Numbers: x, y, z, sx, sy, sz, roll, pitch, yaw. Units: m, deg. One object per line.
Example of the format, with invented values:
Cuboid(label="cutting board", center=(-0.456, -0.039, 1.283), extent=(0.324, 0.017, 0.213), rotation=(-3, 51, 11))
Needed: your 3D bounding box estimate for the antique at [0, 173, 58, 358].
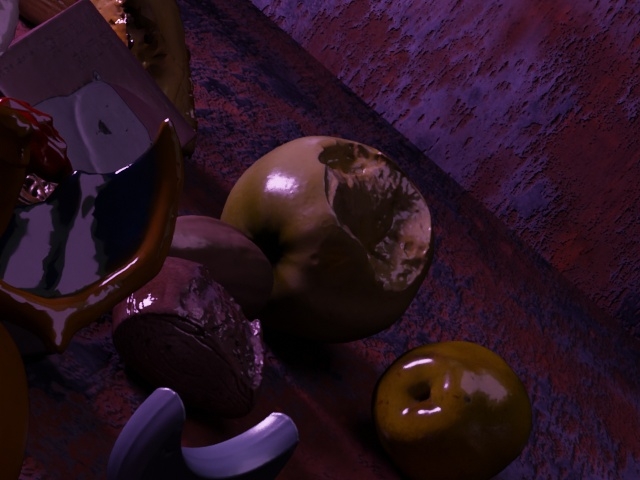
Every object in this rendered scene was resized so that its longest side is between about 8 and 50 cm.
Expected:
Cuboid(label="antique", center=(-0.282, 0.012, 1.303), extent=(0.152, 0.148, 0.147), rotation=(42, 13, 16))

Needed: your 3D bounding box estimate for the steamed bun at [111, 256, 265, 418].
Cuboid(label="steamed bun", center=(-0.131, 0.098, 1.497), extent=(0.175, 0.106, 0.145), rotation=(38, 15, -19))

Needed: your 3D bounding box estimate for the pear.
Cuboid(label="pear", center=(0.155, 0.205, 1.736), extent=(0.198, 0.198, 0.198), rotation=(37, 16, -12))

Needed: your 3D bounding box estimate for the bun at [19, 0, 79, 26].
Cuboid(label="bun", center=(-0.377, -0.401, 2.162), extent=(0.193, 0.178, 0.128), rotation=(31, 16, -27))

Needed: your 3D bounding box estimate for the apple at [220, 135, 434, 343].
Cuboid(label="apple", center=(0.000, 0.000, 1.826), extent=(0.279, 0.279, 0.279), rotation=(37, 16, -12))

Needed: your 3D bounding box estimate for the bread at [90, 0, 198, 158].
Cuboid(label="bread", center=(-0.263, -0.234, 2.016), extent=(0.204, 0.163, 0.262), rotation=(11, 75, -64))

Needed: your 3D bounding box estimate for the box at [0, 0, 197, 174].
Cuboid(label="box", center=(-0.276, -0.137, 1.630), extent=(0.215, 0.086, 0.215), rotation=(51, 38, -9))

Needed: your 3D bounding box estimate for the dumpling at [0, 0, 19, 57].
Cuboid(label="dumpling", center=(-0.486, -0.233, 1.408), extent=(0.341, 0.181, 0.260), rotation=(36, 45, -22))

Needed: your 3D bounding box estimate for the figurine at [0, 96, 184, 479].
Cuboid(label="figurine", center=(-0.263, 0.030, 0.902), extent=(0.401, 0.387, 0.268), rotation=(2, -14, -20))

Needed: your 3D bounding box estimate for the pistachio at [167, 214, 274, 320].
Cuboid(label="pistachio", center=(-0.144, 0.035, 1.642), extent=(0.129, 0.131, 0.206), rotation=(-7, -16, 42))

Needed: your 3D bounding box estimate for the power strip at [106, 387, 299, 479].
Cuboid(label="power strip", center=(-0.101, 0.195, 1.240), extent=(0.044, 0.137, 0.216), rotation=(43, 9, 33))
